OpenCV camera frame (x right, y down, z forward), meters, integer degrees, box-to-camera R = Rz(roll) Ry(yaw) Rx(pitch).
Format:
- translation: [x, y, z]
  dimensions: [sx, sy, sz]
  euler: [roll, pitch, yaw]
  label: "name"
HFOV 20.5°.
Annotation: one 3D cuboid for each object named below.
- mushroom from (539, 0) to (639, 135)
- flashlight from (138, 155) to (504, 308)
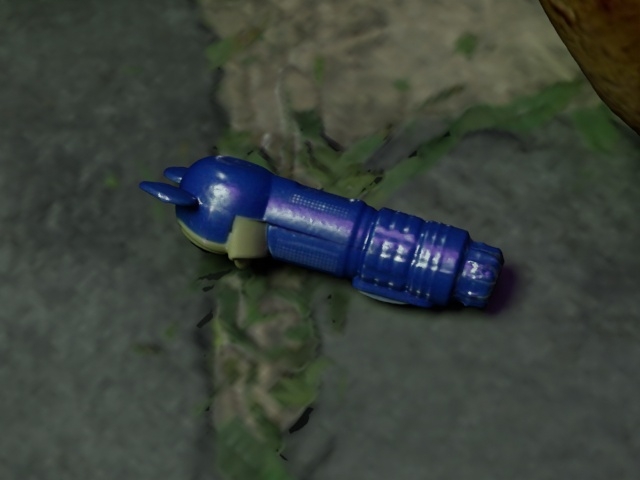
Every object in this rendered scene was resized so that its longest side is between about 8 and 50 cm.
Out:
- translation: [0.210, -0.141, 0.567]
  dimensions: [0.267, 0.267, 0.254]
  euler: [22, 33, 15]
  label: "mushroom"
- translation: [0.000, 0.000, 0.590]
  dimensions: [0.121, 0.057, 0.035]
  euler: [17, 101, 5]
  label: "flashlight"
